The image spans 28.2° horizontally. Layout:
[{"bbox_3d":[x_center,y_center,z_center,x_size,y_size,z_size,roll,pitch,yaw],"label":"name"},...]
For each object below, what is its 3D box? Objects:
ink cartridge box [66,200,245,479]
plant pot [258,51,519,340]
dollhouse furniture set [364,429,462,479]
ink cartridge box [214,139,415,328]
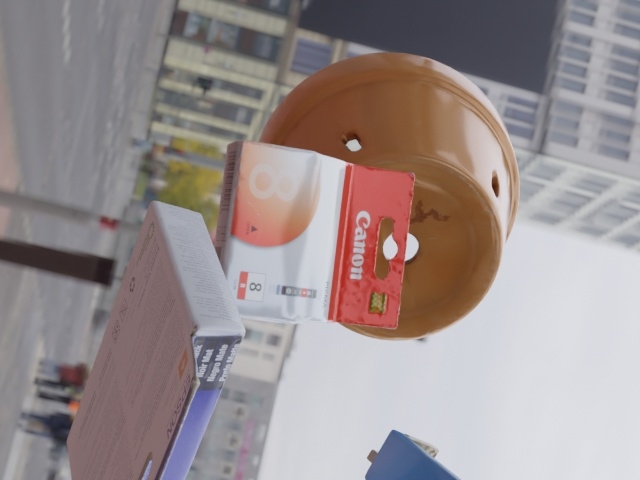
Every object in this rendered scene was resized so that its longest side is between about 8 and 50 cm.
[{"bbox_3d":[-0.113,0.120,0.849,0.224,0.045,0.223,-114,-138,-57],"label":"ink cartridge box"},{"bbox_3d":[0.072,-0.028,1.315,0.203,0.290,0.291,-94,-160,-67],"label":"plant pot"},{"bbox_3d":[0.167,0.314,0.943,0.303,0.286,0.198,33,-85,50],"label":"dollhouse furniture set"},{"bbox_3d":[0.000,0.000,1.082,0.045,0.179,0.145,-179,-84,-70],"label":"ink cartridge box"}]
